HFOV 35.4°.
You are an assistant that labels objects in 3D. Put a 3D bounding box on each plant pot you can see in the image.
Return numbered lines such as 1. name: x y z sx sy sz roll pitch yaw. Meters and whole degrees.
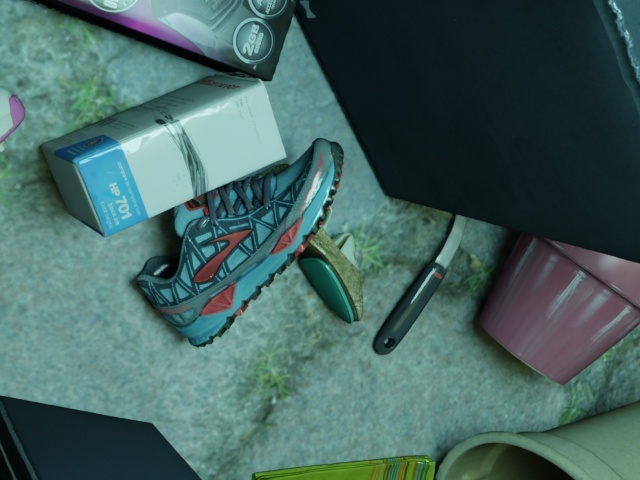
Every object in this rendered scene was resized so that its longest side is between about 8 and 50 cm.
1. plant pot: 0.359 0.339 1.215 0.306 0.334 0.333 -18 107 -35
2. plant pot: 0.291 0.062 1.183 0.201 0.201 0.180 32 100 -28

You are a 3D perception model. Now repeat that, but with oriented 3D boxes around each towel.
1. towel: 0.028 0.313 1.184 0.237 0.021 0.102 1 98 -26

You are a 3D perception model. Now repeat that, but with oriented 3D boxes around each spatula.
1. spatula: 0.148 0.008 1.181 0.084 0.030 0.296 36 83 -27

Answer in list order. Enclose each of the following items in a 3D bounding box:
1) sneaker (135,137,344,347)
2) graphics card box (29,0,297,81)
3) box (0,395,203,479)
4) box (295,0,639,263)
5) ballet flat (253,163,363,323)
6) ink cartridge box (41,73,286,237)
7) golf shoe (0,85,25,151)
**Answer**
1. sneaker: -0.085 -0.012 0.984 0.125 0.104 0.262 39 108 -11
2. graphics card box: -0.184 -0.312 0.921 0.371 0.094 0.232 17 91 -29
3. box: -0.225 0.332 0.905 0.183 0.296 0.293 14 93 -28
4. box: 0.299 -0.251 0.954 0.472 0.480 0.297 -35 114 -17
5. ballet flat: 0.000 0.000 1.086 0.067 0.073 0.206 -47 118 -21
6. ink cartridge box: -0.150 -0.086 0.952 0.191 0.140 0.082 -25 111 -21
7. golf shoe: -0.404 -0.074 0.846 0.306 0.115 0.140 -31 109 -19
